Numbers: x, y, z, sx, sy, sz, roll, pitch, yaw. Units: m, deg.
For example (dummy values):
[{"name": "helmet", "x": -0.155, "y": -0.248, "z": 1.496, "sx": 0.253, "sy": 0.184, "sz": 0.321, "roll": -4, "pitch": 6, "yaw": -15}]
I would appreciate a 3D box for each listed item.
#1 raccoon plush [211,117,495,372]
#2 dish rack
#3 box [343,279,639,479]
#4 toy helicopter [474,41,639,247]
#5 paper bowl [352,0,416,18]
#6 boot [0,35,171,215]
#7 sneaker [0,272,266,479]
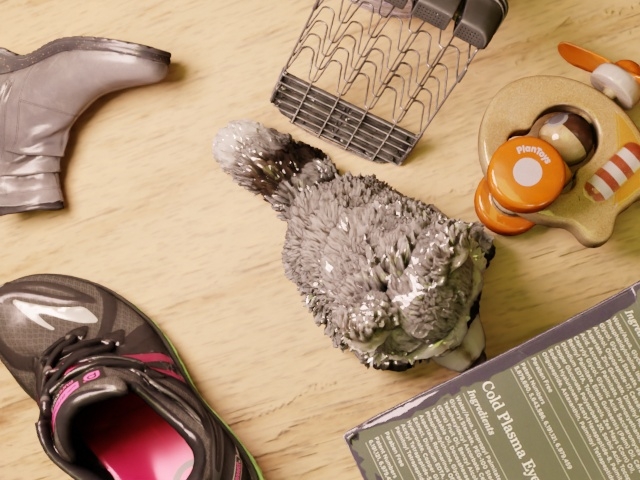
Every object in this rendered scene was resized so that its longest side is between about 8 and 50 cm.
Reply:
[{"name": "raccoon plush", "x": 0.000, "y": 0.000, "z": 1.129, "sx": 0.446, "sy": 0.299, "sz": 0.216, "roll": 27, "pitch": 88, "yaw": 17}, {"name": "dish rack", "x": 0.064, "y": -0.209, "z": 1.187, "sx": 0.208, "sy": 0.271, "sz": 0.074, "roll": 26, "pitch": 50, "yaw": -5}, {"name": "box", "x": 0.231, "y": 0.197, "z": 1.025, "sx": 0.312, "sy": 0.343, "sz": 0.179, "roll": -30, "pitch": 76, "yaw": 10}, {"name": "toy helicopter", "x": 0.357, "y": -0.097, "z": 1.165, "sx": 0.355, "sy": 0.140, "sz": 0.235, "roll": 16, "pitch": 78, "yaw": 5}, {"name": "paper bowl", "x": 0.115, "y": -0.406, "z": 1.236, "sx": 0.284, "sy": 0.148, "sz": 0.284, "roll": -2, "pitch": 82, "yaw": 14}, {"name": "boot", "x": -0.345, "y": -0.144, "z": 1.353, "sx": 0.338, "sy": 0.118, "sz": 0.222, "roll": -2, "pitch": 87, "yaw": 23}, {"name": "sneaker", "x": -0.247, "y": 0.175, "z": 1.198, "sx": 0.483, "sy": 0.202, "sz": 0.185, "roll": 36, "pitch": 80, "yaw": 30}]
